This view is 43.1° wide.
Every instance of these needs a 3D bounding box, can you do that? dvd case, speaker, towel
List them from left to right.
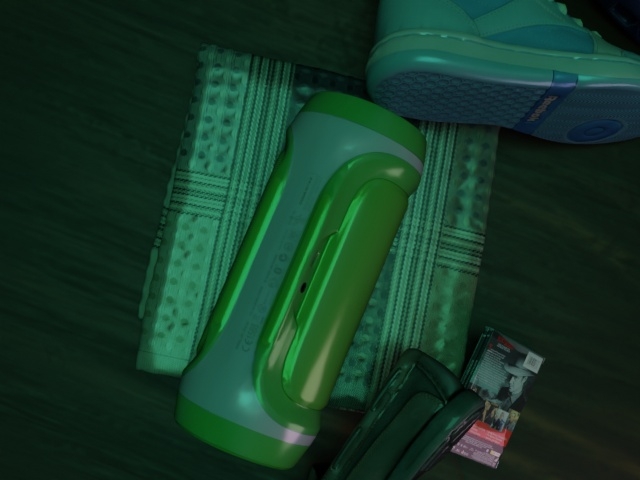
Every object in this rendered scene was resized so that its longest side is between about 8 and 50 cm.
[{"bbox_3d":[-0.015,0.031,0.683,0.131,0.131,0.296,23,84,-2],"label":"speaker"},{"bbox_3d":[0.000,0.000,0.778,0.312,0.056,0.324,12,84,-5],"label":"towel"},{"bbox_3d":[0.161,0.150,0.769,0.087,0.013,0.119,28,86,-35],"label":"dvd case"}]

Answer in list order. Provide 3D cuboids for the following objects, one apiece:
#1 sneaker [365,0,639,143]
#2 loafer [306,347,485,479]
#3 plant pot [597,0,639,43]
[{"bbox_3d":[0.198,-0.212,0.760,0.319,0.127,0.208,7,69,-17],"label":"sneaker"},{"bbox_3d":[0.034,0.211,0.732,0.084,0.096,0.267,46,106,23],"label":"loafer"},{"bbox_3d":[0.339,-0.317,0.722,0.212,0.236,0.236,27,86,5],"label":"plant pot"}]
